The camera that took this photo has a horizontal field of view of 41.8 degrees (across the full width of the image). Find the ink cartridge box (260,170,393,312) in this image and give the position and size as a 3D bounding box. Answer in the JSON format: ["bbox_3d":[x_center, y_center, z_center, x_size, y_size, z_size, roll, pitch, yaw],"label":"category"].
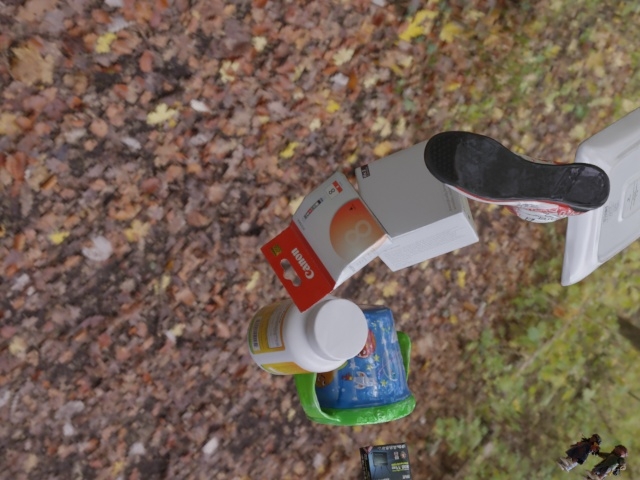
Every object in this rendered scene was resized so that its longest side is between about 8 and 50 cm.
[{"bbox_3d":[0.000,0.000,1.280,0.179,0.145,0.045,-37,149,4],"label":"ink cartridge box"}]

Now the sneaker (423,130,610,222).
[{"bbox_3d":[0.262,-0.083,1.211,0.270,0.145,0.090,10,82,-8],"label":"sneaker"}]

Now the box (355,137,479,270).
[{"bbox_3d":[0.178,-0.067,1.563,0.182,0.181,0.119,-21,148,17],"label":"box"}]

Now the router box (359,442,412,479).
[{"bbox_3d":[0.158,0.541,2.027,0.122,0.092,0.038,2,161,-31],"label":"router box"}]

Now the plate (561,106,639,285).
[{"bbox_3d":[0.516,-0.081,1.430,0.278,0.045,0.277,-28,130,-32],"label":"plate"}]

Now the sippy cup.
[{"bbox_3d":[0.075,0.252,1.771,0.305,0.240,0.224,-21,108,-85],"label":"sippy cup"}]

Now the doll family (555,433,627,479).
[{"bbox_3d":[0.570,0.447,1.738,0.111,0.193,0.076,-38,111,-14],"label":"doll family"}]

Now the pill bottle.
[{"bbox_3d":[-0.022,0.164,1.466,0.136,0.245,0.136,6,78,-27],"label":"pill bottle"}]
